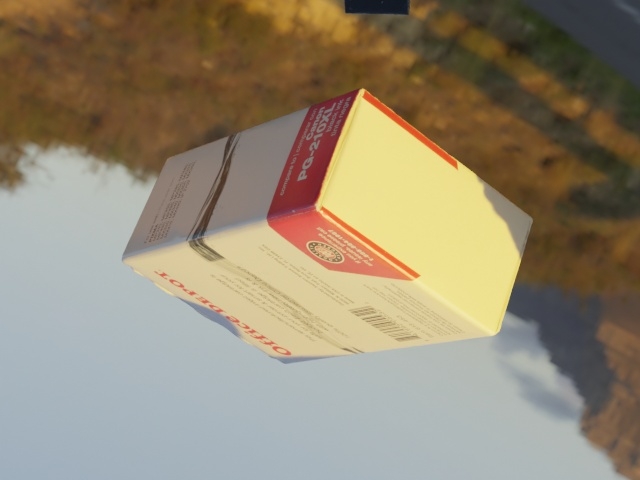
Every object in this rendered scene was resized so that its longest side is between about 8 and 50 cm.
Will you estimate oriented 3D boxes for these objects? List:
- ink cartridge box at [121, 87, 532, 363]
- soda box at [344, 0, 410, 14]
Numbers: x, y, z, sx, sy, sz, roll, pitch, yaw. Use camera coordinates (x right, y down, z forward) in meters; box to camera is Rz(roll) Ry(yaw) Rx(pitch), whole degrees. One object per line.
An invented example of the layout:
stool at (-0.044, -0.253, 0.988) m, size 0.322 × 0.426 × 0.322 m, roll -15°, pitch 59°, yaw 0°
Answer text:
ink cartridge box at (0.000, 0.000, 1.120) m, size 0.172 × 0.100 × 0.237 m, roll 35°, pitch 152°, yaw -29°
soda box at (0.046, -0.256, 1.296) m, size 0.060 × 0.053 × 0.169 m, roll 3°, pitch 151°, yaw 5°
